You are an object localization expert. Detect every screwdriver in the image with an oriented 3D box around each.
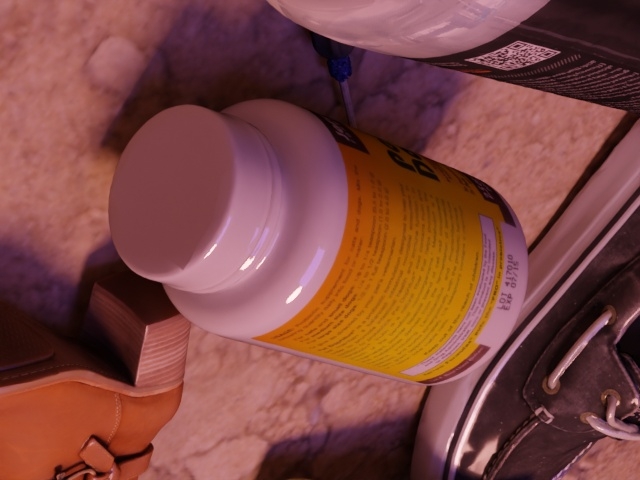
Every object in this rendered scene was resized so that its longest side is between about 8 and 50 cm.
[{"bbox_3d":[0.015,-0.074,0.979,0.024,0.025,0.170,-34,140,-15],"label":"screwdriver"}]

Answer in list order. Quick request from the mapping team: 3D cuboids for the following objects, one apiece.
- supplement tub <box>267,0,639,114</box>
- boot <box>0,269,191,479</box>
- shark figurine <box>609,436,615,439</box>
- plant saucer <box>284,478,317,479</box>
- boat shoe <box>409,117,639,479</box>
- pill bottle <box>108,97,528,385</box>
[{"bbox_3d":[0.133,-0.164,0.859,0.338,0.207,0.207,8,117,-46],"label":"supplement tub"},{"bbox_3d":[-0.150,0.101,0.942,0.197,0.073,0.152,-9,130,-37],"label":"boot"},{"bbox_3d":[0.275,0.025,1.257,0.278,0.116,0.166,-41,176,6],"label":"shark figurine"},{"bbox_3d":[0.028,0.237,1.188,0.188,0.045,0.188,11,124,-25],"label":"plant saucer"},{"bbox_3d":[0.173,0.067,1.174,0.121,0.119,0.335,10,117,-47],"label":"boat shoe"},{"bbox_3d":[0.000,0.000,0.953,0.215,0.117,0.117,18,110,-48],"label":"pill bottle"}]
